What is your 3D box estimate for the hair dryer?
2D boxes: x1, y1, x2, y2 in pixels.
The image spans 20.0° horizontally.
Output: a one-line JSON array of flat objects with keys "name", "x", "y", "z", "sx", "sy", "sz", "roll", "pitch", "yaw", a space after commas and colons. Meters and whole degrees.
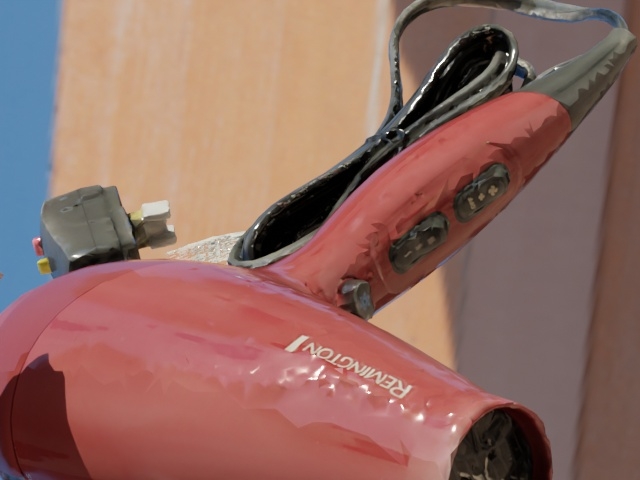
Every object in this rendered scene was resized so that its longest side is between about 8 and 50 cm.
[{"name": "hair dryer", "x": 0.000, "y": 0.000, "z": 0.524, "sx": 0.224, "sy": 0.293, "sz": 0.080, "roll": -30, "pitch": -62, "yaw": 8}]

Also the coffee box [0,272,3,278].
[{"name": "coffee box", "x": -0.314, "y": 0.111, "z": 0.355, "sx": 0.338, "sy": 0.334, "sz": 0.337, "roll": 34, "pitch": -152, "yaw": -17}]
